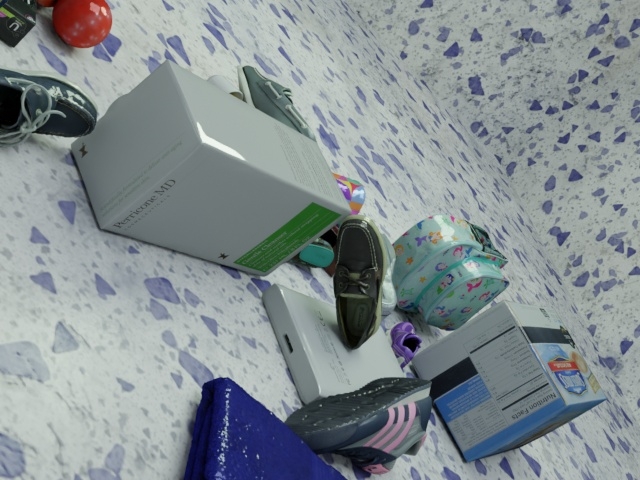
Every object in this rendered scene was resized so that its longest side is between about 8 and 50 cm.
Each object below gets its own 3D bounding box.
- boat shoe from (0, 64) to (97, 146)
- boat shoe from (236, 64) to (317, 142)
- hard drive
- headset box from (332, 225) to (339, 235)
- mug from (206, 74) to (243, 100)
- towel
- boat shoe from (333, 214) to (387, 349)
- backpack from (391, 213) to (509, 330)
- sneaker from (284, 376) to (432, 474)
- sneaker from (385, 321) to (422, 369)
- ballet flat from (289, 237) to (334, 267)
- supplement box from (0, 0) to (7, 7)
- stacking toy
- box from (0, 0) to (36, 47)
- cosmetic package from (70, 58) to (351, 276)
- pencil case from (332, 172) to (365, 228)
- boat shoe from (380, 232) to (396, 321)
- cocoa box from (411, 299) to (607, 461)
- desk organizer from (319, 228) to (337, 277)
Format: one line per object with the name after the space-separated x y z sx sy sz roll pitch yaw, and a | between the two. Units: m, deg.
-0.369 -0.164 1.063 0.255 0.095 0.079 23 34 -52 | boat shoe
-0.090 -0.246 1.723 0.319 0.099 0.116 -116 -166 -49 | boat shoe
0.041 0.192 1.454 0.308 0.040 0.203 27 33 -51 | hard drive
0.040 -0.010 1.801 0.083 0.032 0.062 51 20 -10 | headset box
-0.193 -0.277 1.717 0.062 0.078 0.064 -20 61 -36 | mug
-0.036 0.317 1.046 0.308 0.076 0.227 46 14 -19 | towel
0.060 0.071 1.407 0.073 0.080 0.223 -64 155 -59 | boat shoe
0.252 0.065 1.870 0.254 0.225 0.191 25 29 -46 | backpack
0.066 0.283 1.280 0.319 0.112 0.131 -5 96 -51 | sneaker
0.163 0.195 1.675 0.068 0.071 0.170 50 19 -8 | sneaker
-0.052 0.003 1.555 0.188 0.070 0.070 30 30 -51 | ballet flat
-0.457 -0.308 1.124 0.056 0.083 0.083 60 22 17 | supplement box
-0.430 -0.440 1.363 0.330 0.141 0.141 57 19 -7 | stacking toy
-0.434 -0.321 1.242 0.062 0.052 0.083 34 28 -39 | box
-0.144 -0.087 1.287 0.366 0.197 0.155 18 40 -55 | cosmetic package
-0.031 -0.091 1.592 0.236 0.104 0.104 15 40 -35 | pencil case
0.096 0.072 1.735 0.083 0.075 0.226 19 36 -12 | boat shoe
0.384 0.279 1.788 0.347 0.231 0.227 14 44 -60 | cocoa box
0.000 0.000 1.669 0.130 0.050 0.047 48 20 -13 | desk organizer
